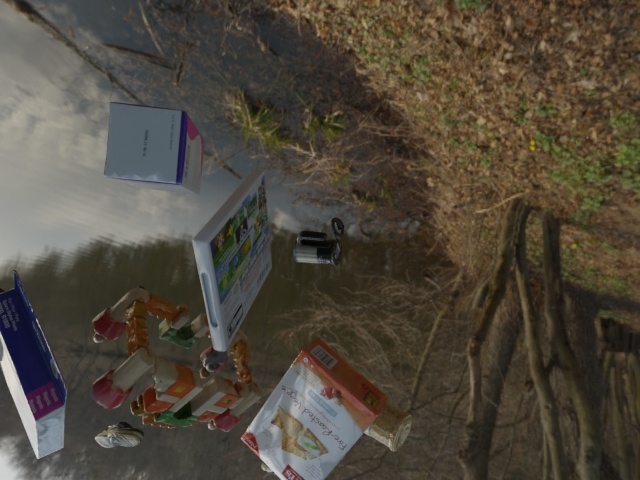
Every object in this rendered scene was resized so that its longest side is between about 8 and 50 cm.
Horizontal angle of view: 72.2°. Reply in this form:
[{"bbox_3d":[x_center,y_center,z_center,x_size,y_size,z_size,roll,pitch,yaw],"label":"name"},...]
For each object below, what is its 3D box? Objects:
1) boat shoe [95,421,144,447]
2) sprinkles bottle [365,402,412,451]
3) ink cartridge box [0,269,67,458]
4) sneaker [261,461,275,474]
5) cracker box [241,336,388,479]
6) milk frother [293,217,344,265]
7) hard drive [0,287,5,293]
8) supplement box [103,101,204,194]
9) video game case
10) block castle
[{"bbox_3d":[-0.479,0.461,1.055,0.152,0.049,0.056,-15,119,26],"label":"boat shoe"},{"bbox_3d":[0.108,0.522,1.394,0.356,0.121,0.121,20,169,33],"label":"sprinkles bottle"},{"bbox_3d":[-0.675,0.290,1.004,0.072,0.324,0.330,-19,150,-41],"label":"ink cartridge box"},{"bbox_3d":[-0.098,0.679,1.385,0.108,0.118,0.279,25,144,-16],"label":"sneaker"},{"bbox_3d":[-0.016,0.305,0.749,0.156,0.232,0.067,38,-158,16],"label":"cracker box"},{"bbox_3d":[0.000,0.000,1.398,0.135,0.143,0.129,4,122,21],"label":"milk frother"},{"bbox_3d":[-0.996,0.168,1.157,0.064,0.236,0.338,-20,141,3],"label":"hard drive"},{"bbox_3d":[-0.267,-0.143,0.738,0.114,0.111,0.220,5,-179,-7],"label":"supplement box"},{"bbox_3d":[-0.188,0.036,1.025,0.036,0.329,0.299,8,124,11],"label":"video game case"},{"bbox_3d":[-0.402,0.356,1.237,0.213,0.303,0.453,-42,133,12],"label":"block castle"}]
